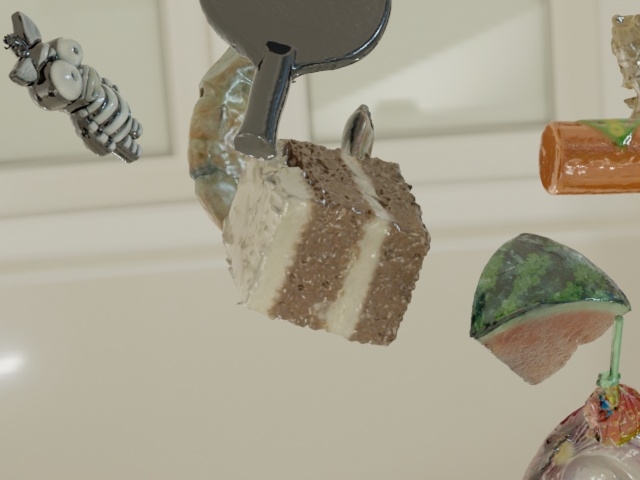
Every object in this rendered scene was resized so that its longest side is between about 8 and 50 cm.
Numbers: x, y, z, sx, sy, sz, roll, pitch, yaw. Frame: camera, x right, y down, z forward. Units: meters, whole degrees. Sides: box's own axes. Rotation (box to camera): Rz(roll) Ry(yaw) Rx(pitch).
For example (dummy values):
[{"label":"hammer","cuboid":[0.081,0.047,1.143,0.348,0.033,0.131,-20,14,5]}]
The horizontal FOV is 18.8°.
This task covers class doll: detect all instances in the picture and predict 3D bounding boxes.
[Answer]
[{"label":"doll","cuboid":[-0.257,-0.155,2.045,0.067,0.091,0.219,-18,143,27]}]

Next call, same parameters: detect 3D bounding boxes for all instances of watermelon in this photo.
[{"label":"watermelon","cuboid":[0.287,0.108,2.509,0.207,0.202,0.136,-34,-158,-32]}]

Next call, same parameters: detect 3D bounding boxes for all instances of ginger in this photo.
[{"label":"ginger","cuboid":[0.369,-0.182,2.237,0.069,0.173,0.051,10,-152,25]}]

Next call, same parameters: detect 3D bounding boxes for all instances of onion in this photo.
[{"label":"onion","cuboid":[0.353,0.328,2.240,0.227,0.283,0.120,-44,-177,-12]}]

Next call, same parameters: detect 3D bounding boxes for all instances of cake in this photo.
[{"label":"cake","cuboid":[0.000,0.000,1.641,0.147,0.134,0.135,7,-152,-20]}]

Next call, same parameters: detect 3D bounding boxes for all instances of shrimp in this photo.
[{"label":"shrimp","cuboid":[-0.030,-0.142,2.277,0.247,0.360,0.085,33,149,-20]}]

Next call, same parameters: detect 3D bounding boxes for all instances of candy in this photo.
[{"label":"candy","cuboid":[0.259,0.119,1.699,0.060,0.060,0.201,-4,146,5]}]

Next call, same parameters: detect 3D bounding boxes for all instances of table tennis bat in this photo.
[{"label":"table tennis bat","cuboid":[-0.026,-0.159,1.459,0.150,0.027,0.236,14,-125,-2]}]

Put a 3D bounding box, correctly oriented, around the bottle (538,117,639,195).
[{"label":"bottle","cuboid":[0.290,-0.075,1.726,0.187,0.069,0.069,-1,-170,-13]}]
